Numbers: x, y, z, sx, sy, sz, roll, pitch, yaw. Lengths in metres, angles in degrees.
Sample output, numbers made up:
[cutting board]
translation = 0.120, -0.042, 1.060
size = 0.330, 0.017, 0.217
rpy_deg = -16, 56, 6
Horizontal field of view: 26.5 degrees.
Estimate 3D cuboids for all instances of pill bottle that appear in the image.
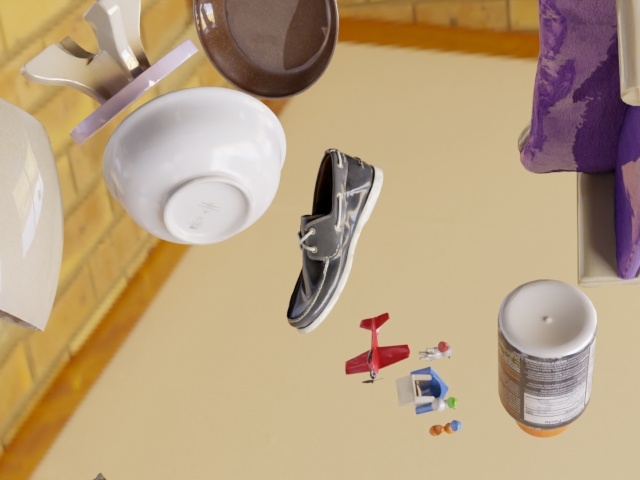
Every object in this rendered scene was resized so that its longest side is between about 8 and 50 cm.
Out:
[pill bottle]
translation = 0.306, 0.173, 1.856
size = 0.131, 0.245, 0.130
rpy_deg = -3, -128, 4

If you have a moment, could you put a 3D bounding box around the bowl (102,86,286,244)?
[bowl]
translation = -0.188, -0.089, 2.147
size = 0.298, 0.297, 0.134
rpy_deg = -11, -134, -7

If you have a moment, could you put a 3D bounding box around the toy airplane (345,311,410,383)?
[toy airplane]
translation = 0.101, 0.193, 2.479
size = 0.151, 0.028, 0.151
rpy_deg = -26, -135, 30

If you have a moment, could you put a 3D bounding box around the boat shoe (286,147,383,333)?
[boat shoe]
translation = 0.000, 0.000, 1.668
size = 0.084, 0.079, 0.233
rpy_deg = -4, -118, 58

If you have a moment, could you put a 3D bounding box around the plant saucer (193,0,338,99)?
[plant saucer]
translation = -0.058, -0.265, 1.590
size = 0.199, 0.198, 0.036
rpy_deg = 8, -157, 28

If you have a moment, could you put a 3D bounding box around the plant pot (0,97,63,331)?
[plant pot]
translation = -0.367, -0.050, 1.332
size = 0.284, 0.284, 0.190
rpy_deg = 15, -102, 37

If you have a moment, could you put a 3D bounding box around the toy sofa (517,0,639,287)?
[toy sofa]
translation = 0.266, -0.095, 1.178
size = 0.177, 0.362, 0.150
rpy_deg = 1, -116, 5

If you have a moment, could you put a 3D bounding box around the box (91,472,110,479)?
[box]
translation = -0.256, 0.437, 1.912
size = 0.232, 0.058, 0.087
rpy_deg = 40, -102, 18

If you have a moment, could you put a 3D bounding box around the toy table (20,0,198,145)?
[toy table]
translation = -0.350, -0.295, 2.244
size = 0.252, 0.161, 0.274
rpy_deg = -31, -167, 46

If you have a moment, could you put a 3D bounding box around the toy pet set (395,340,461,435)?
[toy pet set]
translation = 0.164, 0.208, 1.856
size = 0.065, 0.122, 0.114
rpy_deg = 5, 161, -39
